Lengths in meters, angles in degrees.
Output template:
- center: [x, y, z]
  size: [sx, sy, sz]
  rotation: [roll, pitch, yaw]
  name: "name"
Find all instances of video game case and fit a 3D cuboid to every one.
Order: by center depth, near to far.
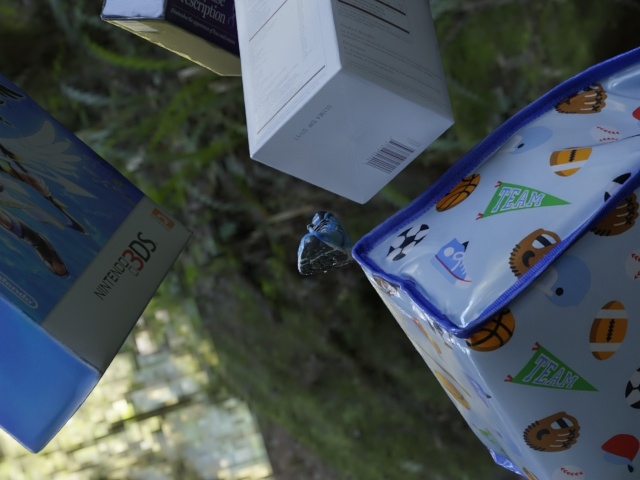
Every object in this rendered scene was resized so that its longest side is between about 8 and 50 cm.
- center: [-0.205, -0.037, 0.851]
  size: [0.269, 0.061, 0.244]
  rotation: [40, -165, -6]
  name: "video game case"

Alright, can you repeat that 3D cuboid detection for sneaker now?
- center: [0.000, 0.000, 2.028]
  size: [0.162, 0.063, 0.073]
  rotation: [11, -122, -78]
  name: "sneaker"

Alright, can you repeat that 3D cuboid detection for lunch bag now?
- center: [0.287, 0.029, 1.502]
  size: [0.239, 0.385, 0.328]
  rotation: [38, 165, 53]
  name: "lunch bag"

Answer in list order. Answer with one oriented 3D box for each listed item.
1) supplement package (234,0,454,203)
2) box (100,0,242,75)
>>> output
- center: [0.016, -0.183, 1.502]
  size: [0.134, 0.139, 0.244]
  rotation: [22, -136, -32]
  name: "supplement package"
- center: [-0.136, -0.320, 1.968]
  size: [0.261, 0.103, 0.184]
  rotation: [18, -102, -58]
  name: "box"
